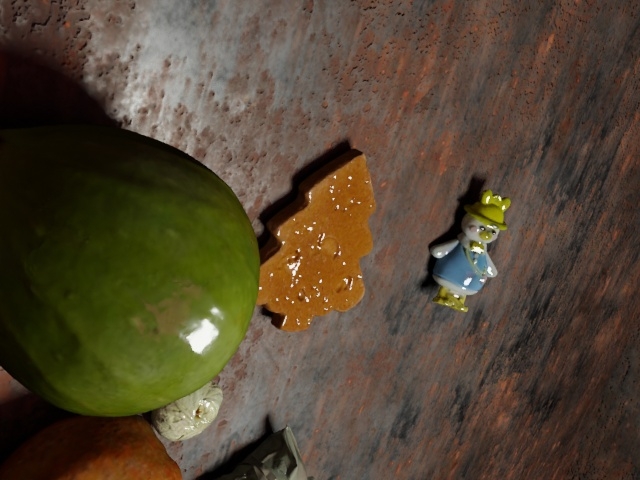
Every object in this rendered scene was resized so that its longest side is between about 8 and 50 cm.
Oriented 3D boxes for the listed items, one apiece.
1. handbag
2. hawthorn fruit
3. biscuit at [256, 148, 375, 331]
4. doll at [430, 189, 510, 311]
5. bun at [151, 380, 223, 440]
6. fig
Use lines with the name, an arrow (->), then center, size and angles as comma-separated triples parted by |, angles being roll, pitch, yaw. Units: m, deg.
handbag -> -0.123, 0.442, 1.252 | 0.270, 0.117, 0.183 | -31, 125, -27
hawthorn fruit -> -0.310, 0.328, 0.907 | 0.262, 0.210, 0.211 | -16, 125, -46
biscuit -> 0.000, 0.000, 1.152 | 0.283, 0.043, 0.306 | 14, 101, -47
doll -> 0.289, 0.017, 1.418 | 0.241, 0.135, 0.098 | -67, 168, 12
bun -> -0.193, 0.251, 1.091 | 0.115, 0.069, 0.115 | -26, 132, -33
fig -> -0.228, 0.015, 0.747 | 0.316, 0.316, 0.316 | -25, 129, -34
